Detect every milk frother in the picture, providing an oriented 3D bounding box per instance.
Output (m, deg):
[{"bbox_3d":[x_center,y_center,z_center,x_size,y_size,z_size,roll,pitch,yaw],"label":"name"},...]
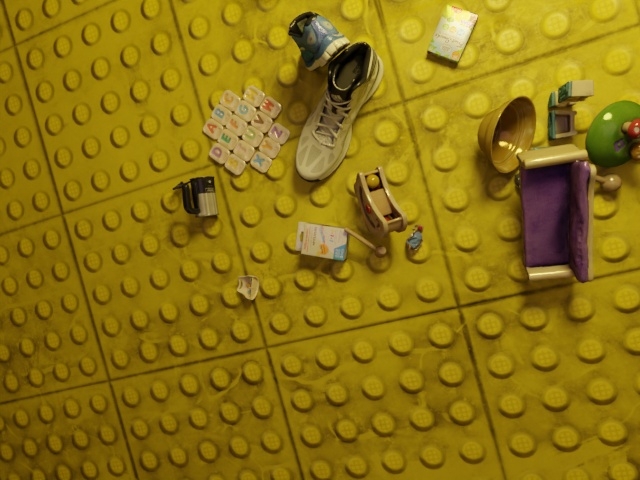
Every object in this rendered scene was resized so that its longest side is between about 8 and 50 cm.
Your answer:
[{"bbox_3d":[-0.430,-0.145,1.628,0.143,0.129,0.134,-2,95,57],"label":"milk frother"}]

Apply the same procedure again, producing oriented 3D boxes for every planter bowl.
[{"bbox_3d":[0.515,-0.306,1.350,0.090,0.217,0.216,29,104,47],"label":"planter bowl"}]

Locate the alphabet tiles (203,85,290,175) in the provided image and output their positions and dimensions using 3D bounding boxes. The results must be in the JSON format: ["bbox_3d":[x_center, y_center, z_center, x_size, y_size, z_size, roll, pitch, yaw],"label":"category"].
[{"bbox_3d":[-0.254,-0.369,1.594,0.278,0.021,0.284,36,102,9],"label":"alphabet tiles"}]

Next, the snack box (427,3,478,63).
[{"bbox_3d":[0.392,-0.612,1.404,0.100,0.037,0.141,25,101,12],"label":"snack box"}]

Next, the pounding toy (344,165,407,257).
[{"bbox_3d":[0.155,-0.076,1.425,0.155,0.154,0.269,-18,90,-13],"label":"pounding toy"}]

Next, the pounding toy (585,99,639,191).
[{"bbox_3d":[0.808,-0.247,1.258,0.183,0.110,0.236,17,108,-20],"label":"pounding toy"}]

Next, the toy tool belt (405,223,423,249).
[{"bbox_3d":[0.297,-0.010,1.472,0.052,0.051,0.083,28,100,10],"label":"toy tool belt"}]

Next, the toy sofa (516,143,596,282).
[{"bbox_3d":[0.625,-0.061,1.267,0.151,0.177,0.362,-7,115,14],"label":"toy sofa"}]

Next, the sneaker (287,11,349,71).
[{"bbox_3d":[-0.012,-0.588,1.364,0.130,0.330,0.147,-39,108,2],"label":"sneaker"}]

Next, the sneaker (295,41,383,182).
[{"bbox_3d":[0.024,-0.384,1.401,0.169,0.257,0.447,30,101,10],"label":"sneaker"}]

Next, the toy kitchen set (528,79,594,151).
[{"bbox_3d":[0.654,-0.313,1.294,0.122,0.166,0.206,-3,94,9],"label":"toy kitchen set"}]

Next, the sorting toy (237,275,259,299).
[{"bbox_3d":[-0.254,0.155,1.630,0.075,0.045,0.083,9,97,20],"label":"sorting toy"}]

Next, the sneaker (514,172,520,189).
[{"bbox_3d":[0.598,-0.161,1.399,0.035,0.031,0.083,-10,88,28],"label":"sneaker"}]

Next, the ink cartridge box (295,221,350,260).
[{"bbox_3d":[0.000,0.000,1.541,0.182,0.061,0.104,9,97,13],"label":"ink cartridge box"}]
